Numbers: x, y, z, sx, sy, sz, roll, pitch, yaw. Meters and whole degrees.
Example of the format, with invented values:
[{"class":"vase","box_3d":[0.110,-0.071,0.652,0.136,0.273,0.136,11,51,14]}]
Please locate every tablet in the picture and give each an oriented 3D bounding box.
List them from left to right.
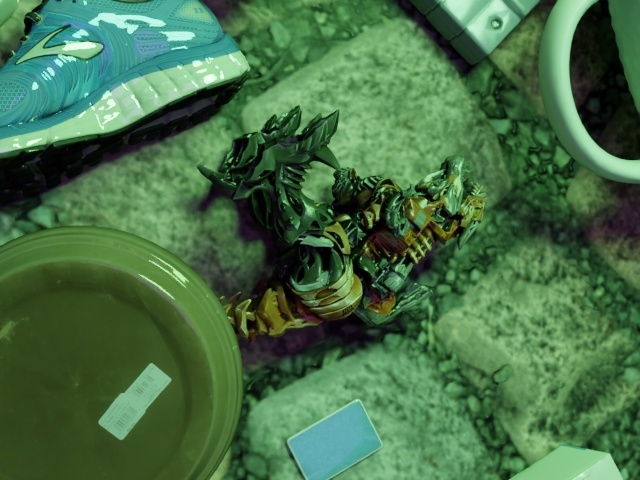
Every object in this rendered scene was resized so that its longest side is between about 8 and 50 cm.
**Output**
[{"class":"tablet","box_3d":[0.014,0.195,0.966,0.083,0.006,0.054,-28,92,-15]}]

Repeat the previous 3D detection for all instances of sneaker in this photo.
[{"class":"sneaker","box_3d":[-0.234,-0.139,0.888,0.330,0.130,0.147,-25,83,-24]}]

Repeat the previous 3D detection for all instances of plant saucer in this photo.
[{"class":"plant saucer","box_3d":[-0.204,0.127,0.854,0.277,0.041,0.278,0,97,-3]}]

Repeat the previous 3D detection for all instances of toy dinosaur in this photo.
[{"class":"toy dinosaur","box_3d":[0.000,0.000,0.918,0.322,0.164,0.218,-36,109,-31]}]

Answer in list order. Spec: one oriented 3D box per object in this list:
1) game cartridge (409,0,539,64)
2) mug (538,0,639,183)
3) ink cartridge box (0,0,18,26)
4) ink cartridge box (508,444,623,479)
[{"class":"game cartridge","box_3d":[0.200,-0.385,1.057,0.230,0.068,0.355,46,75,-11]},{"class":"mug","box_3d":[0.386,-0.189,0.973,0.374,0.276,0.328,-18,106,-10]},{"class":"ink cartridge box","box_3d":[-0.349,-0.209,0.881,0.115,0.067,0.198,37,76,-9]},{"class":"ink cartridge box","box_3d":[0.256,0.287,0.977,0.089,0.092,0.143,-29,93,-17]}]
